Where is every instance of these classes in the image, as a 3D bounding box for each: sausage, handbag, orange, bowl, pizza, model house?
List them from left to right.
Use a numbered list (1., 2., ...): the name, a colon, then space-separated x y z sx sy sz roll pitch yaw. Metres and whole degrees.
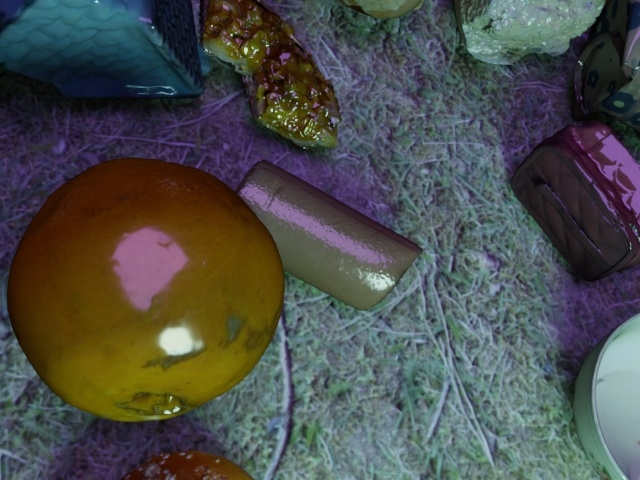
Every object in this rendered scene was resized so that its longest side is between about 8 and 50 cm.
1. model house: -0.310 -0.371 1.046 0.339 0.297 0.360 10 64 -48
2. orange: -0.194 0.054 0.873 0.312 0.312 0.312 4 69 -11
3. pizza: -0.068 -0.260 1.106 0.305 0.086 0.161 56 41 -1
4. sausage: 0.000 0.000 1.029 0.253 0.123 0.123 29 67 0
5. handbag: 0.399 -0.058 1.125 0.135 0.146 0.225 -27 77 -25
6. handbag: 0.512 -0.281 1.183 0.190 0.251 0.193 20 77 2
7. bowl: 0.460 0.239 1.029 0.277 0.145 0.277 4 68 -11

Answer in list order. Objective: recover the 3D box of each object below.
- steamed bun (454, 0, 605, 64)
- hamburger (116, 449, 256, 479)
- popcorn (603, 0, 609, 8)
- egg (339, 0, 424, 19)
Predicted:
1. steamed bun: 0.333 -0.365 1.207 0.226 0.200 0.170 -1 106 -13
2. hamburger: -0.151 0.349 0.855 0.237 0.147 0.236 5 66 -11
3. popcorn: 0.524 -0.461 1.300 0.180 0.180 0.170 -20 61 -18
4. egg: 0.079 -0.449 1.174 0.233 0.195 0.195 43 68 7
